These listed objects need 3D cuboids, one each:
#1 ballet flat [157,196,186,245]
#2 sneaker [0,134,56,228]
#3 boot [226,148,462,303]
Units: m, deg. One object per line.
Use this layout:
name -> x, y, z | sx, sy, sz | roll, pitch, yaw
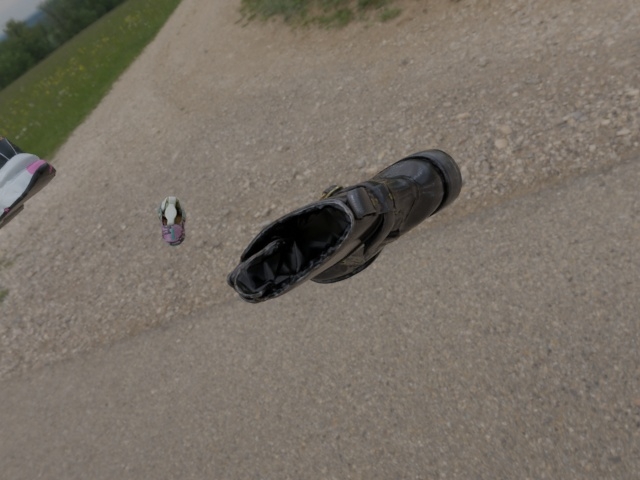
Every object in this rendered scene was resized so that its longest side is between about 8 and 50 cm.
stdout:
ballet flat -> -0.401, -0.070, 1.283 | 0.076, 0.079, 0.222 | -4, 32, -18
sneaker -> -0.299, -0.043, 0.403 | 0.178, 0.077, 0.072 | -30, 24, 28
boot -> 0.000, 0.000, 0.459 | 0.228, 0.091, 0.263 | -27, -9, -47
